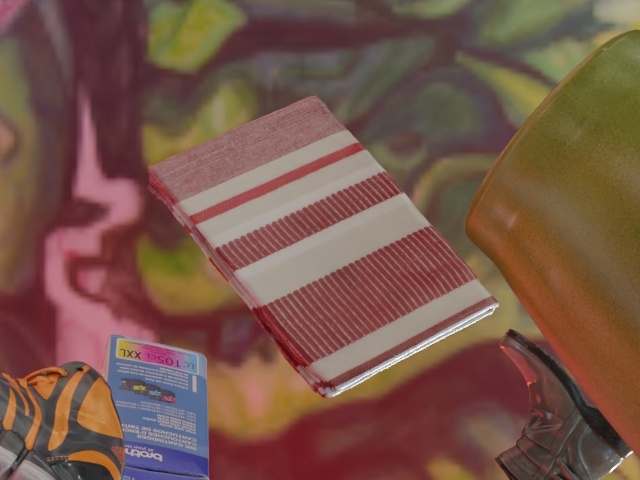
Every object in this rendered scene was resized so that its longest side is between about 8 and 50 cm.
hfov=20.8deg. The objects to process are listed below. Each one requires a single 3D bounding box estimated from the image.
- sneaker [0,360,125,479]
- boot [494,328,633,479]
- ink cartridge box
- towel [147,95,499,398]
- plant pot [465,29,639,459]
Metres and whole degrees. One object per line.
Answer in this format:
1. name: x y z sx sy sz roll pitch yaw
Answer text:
1. sneaker: -0.320 0.151 1.637 0.321 0.124 0.180 43 -149 -2
2. boot: 0.293 0.252 2.366 0.246 0.161 0.083 47 -178 15
3. ink cartridge box: -0.241 0.339 2.268 0.151 0.270 0.395 12 -157 -7
4. towel: 0.000 0.000 1.834 0.237 0.037 0.329 -26 -117 -30
5. plant pot: 0.325 0.017 1.484 0.353 0.366 0.366 41 -158 15
